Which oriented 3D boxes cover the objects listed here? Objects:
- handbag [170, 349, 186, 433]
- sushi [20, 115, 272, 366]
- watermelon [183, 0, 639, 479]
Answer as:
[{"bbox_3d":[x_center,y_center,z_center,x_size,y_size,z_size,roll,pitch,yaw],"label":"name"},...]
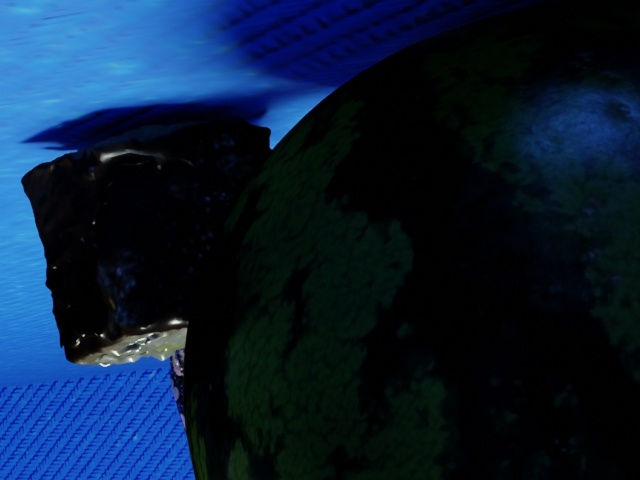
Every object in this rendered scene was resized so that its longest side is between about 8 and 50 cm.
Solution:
[{"bbox_3d":[0.046,0.051,0.965,0.228,0.127,0.208,-7,-174,25],"label":"handbag"},{"bbox_3d":[-0.050,0.001,0.617,0.098,0.084,0.094,-8,172,-28],"label":"sushi"},{"bbox_3d":[0.087,0.054,0.493,0.269,0.269,0.269,-6,174,-1],"label":"watermelon"}]
